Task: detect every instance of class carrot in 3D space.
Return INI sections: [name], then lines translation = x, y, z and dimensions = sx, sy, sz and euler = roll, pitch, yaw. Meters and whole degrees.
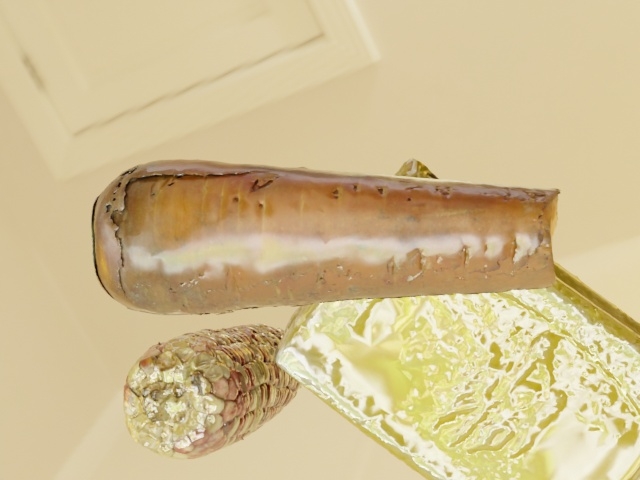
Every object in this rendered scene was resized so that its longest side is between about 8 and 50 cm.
[carrot]
translation = 0.000, 0.000, 0.450
dimensions = 0.162, 0.055, 0.055
euler = 1, -155, 11

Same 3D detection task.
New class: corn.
[corn]
translation = -0.078, 0.117, 1.096
dimensions = 0.098, 0.098, 0.290
euler = -23, 177, 13

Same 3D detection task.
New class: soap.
[soap]
translation = 0.138, 0.105, 1.015
dimensions = 0.199, 0.315, 0.091
euler = -53, -178, 9
